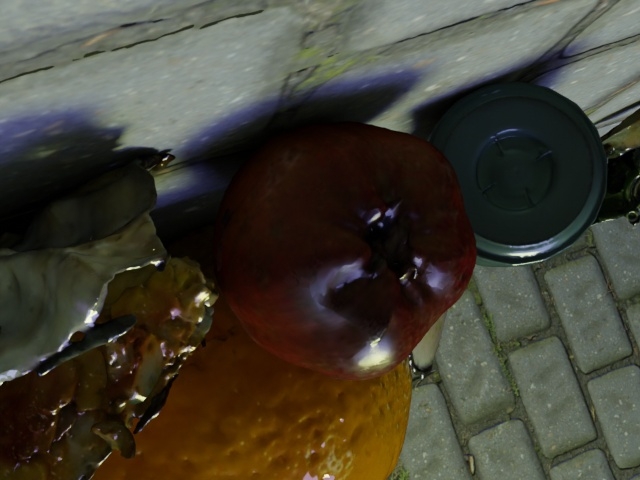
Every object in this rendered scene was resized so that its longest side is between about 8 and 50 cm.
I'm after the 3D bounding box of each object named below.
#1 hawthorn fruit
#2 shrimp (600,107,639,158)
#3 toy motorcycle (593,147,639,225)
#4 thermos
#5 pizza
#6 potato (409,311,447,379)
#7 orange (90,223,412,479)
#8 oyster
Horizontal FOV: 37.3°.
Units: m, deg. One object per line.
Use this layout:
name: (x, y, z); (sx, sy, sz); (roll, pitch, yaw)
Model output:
hawthorn fruit: (0.005, 0.000, 0.675); (0.185, 0.185, 0.202); (-18, -169, -20)
shrimp: (0.477, -0.154, 1.249); (0.198, 0.051, 0.262); (3, 153, -45)
toy motorcycle: (0.454, -0.099, 1.534); (0.275, 0.127, 0.205); (-17, -161, 13)
thermos: (0.145, -0.047, 0.863); (0.182, 0.145, 0.286); (11, 177, 4)
pizza: (-0.156, 0.070, 0.637); (0.229, 0.081, 0.289); (-30, -152, 34)
potato: (0.028, 0.057, 1.229); (0.266, 0.229, 0.229); (4, -175, 23)
orange: (-0.078, 0.146, 0.879); (0.341, 0.293, 0.340); (-18, -158, 7)
oyster: (-0.226, 0.037, 0.572); (0.354, 0.107, 0.201); (-31, -158, 31)
